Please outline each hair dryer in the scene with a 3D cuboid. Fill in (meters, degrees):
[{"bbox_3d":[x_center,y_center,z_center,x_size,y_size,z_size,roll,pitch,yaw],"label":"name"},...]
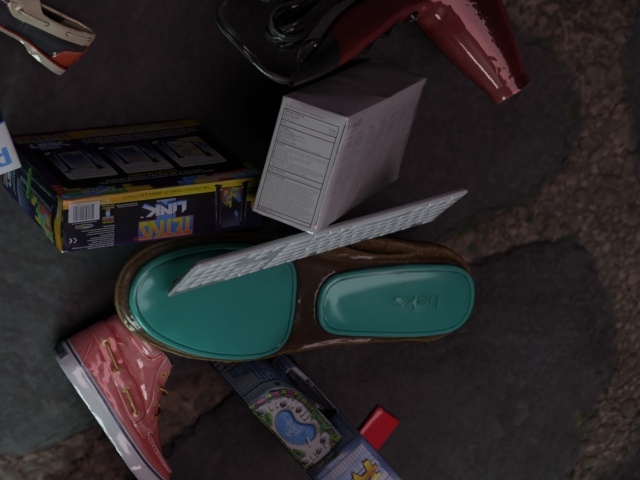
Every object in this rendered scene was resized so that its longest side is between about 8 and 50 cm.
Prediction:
[{"bbox_3d":[0.050,-0.190,1.515,0.293,0.080,0.223,21,70,-24],"label":"hair dryer"}]

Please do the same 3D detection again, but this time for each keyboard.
[{"bbox_3d":[0.000,0.000,1.495,0.256,0.072,0.014,-16,83,-28],"label":"keyboard"}]

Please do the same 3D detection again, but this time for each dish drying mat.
[{"bbox_3d":[0.040,0.198,1.783,0.032,0.008,0.083,36,94,-35],"label":"dish drying mat"}]

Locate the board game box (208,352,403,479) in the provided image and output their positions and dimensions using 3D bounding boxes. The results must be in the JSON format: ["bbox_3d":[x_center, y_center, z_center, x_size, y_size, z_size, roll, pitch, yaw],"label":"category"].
[{"bbox_3d":[-0.011,0.161,1.622,0.060,0.194,0.194,-42,126,-5],"label":"board game box"}]

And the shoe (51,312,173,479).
[{"bbox_3d":[-0.155,0.139,1.611,0.081,0.063,0.178,-33,120,-6],"label":"shoe"}]

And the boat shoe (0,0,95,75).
[{"bbox_3d":[-0.230,-0.178,1.426,0.043,0.049,0.137,-42,133,11],"label":"boat shoe"}]

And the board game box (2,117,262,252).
[{"bbox_3d":[-0.151,-0.046,1.477,0.170,0.141,0.048,-7,115,-26],"label":"board game box"}]

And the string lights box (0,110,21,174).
[{"bbox_3d":[-0.330,-0.148,1.370,0.133,0.077,0.260,-25,123,-16],"label":"string lights box"}]

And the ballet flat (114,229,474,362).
[{"bbox_3d":[-0.033,0.034,1.592,0.342,0.124,0.116,-3,109,-28],"label":"ballet flat"}]

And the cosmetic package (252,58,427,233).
[{"bbox_3d":[0.019,-0.083,1.517,0.239,0.060,0.099,-33,144,-69],"label":"cosmetic package"}]
